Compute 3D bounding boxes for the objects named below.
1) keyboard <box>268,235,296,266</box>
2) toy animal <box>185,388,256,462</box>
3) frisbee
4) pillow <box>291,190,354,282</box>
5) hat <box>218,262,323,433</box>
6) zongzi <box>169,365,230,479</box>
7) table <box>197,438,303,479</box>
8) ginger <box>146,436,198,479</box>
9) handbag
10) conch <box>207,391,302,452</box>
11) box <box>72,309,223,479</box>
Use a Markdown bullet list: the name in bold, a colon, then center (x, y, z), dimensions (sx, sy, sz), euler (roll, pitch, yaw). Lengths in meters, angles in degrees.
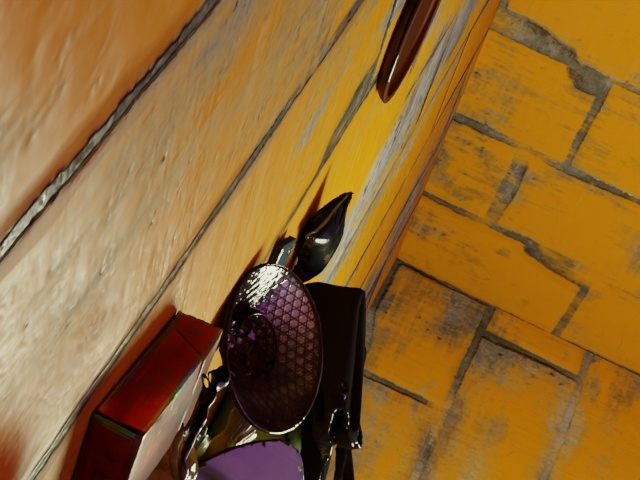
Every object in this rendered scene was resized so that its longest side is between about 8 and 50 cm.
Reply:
- **keyboard**: center (-0.074, 0.077, 1.640), dimensions (0.176, 0.014, 0.055), euler (-66, 173, 16)
- **toy animal**: center (-0.137, 0.269, 1.564), dimensions (0.155, 0.219, 0.095), euler (-29, -157, 14)
- **frisbee**: center (0.135, -0.304, 1.836), dimensions (0.251, 0.021, 0.251), euler (-63, 173, -15)
- **pillow**: center (0.001, 0.000, 1.799), dimensions (0.150, 0.048, 0.090), euler (110, 6, -60)
- **hat**: center (-0.081, 0.122, 1.518), dimensions (0.193, 0.082, 0.193), euler (13, 75, -57)
- **zongzi**: center (-0.169, 0.284, 0.886), dimensions (0.447, 0.181, 0.418), euler (-58, 166, -6)
- **table**: center (-0.028, 0.371, 1.406), dimensions (0.317, 0.249, 0.317), euler (-13, 109, -45)
- **ginger**: center (-0.169, 0.243, 1.269), dimensions (0.190, 0.069, 0.095), euler (-54, 146, -57)
- **handbag**: center (0.003, 0.233, 1.842), dimensions (0.257, 0.113, 0.285), euler (-93, -166, -49)
- **conch**: center (-0.077, 0.257, 1.764), dimensions (0.143, 0.137, 0.251), euler (-34, 148, -77)
- **box**: center (-0.148, 0.151, 1.158), dimensions (0.175, 0.048, 0.112), euler (-55, 168, -57)
